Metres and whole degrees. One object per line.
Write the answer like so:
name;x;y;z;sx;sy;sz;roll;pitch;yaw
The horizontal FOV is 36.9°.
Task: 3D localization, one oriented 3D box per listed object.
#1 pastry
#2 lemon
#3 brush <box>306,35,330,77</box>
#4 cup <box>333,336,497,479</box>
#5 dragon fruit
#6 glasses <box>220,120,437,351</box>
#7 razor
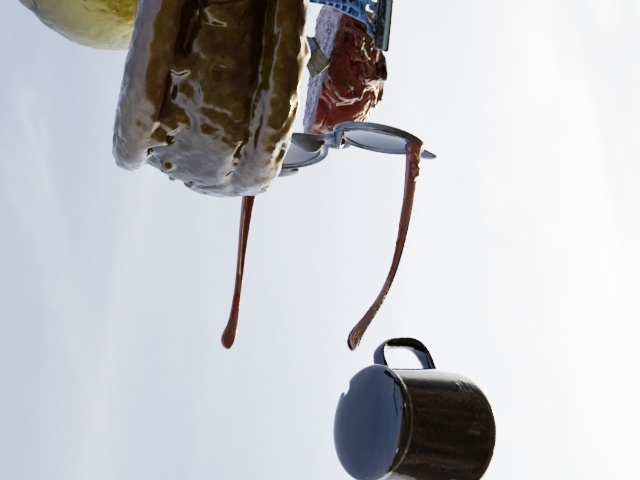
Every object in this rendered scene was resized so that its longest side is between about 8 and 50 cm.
pastry;-0.076;-0.152;0.729;0.132;0.240;0.235;13;-125;-14
lemon;-0.278;-0.397;1.307;0.293;0.293;0.293;18;-113;-50
brush;-0.036;-0.359;1.680;0.014;0.043;0.169;10;-133;-59
cup;0.113;0.222;1.240;0.177;0.169;0.223;14;-133;-32
dragon fruit;0.068;-0.332;1.822;0.152;0.205;0.316;12;-112;-10
glasses;0.000;0.000;1.068;0.118;0.234;0.268;30;-117;-52
razor;-0.028;-0.298;1.174;0.082;0.253;0.042;90;-157;-44
